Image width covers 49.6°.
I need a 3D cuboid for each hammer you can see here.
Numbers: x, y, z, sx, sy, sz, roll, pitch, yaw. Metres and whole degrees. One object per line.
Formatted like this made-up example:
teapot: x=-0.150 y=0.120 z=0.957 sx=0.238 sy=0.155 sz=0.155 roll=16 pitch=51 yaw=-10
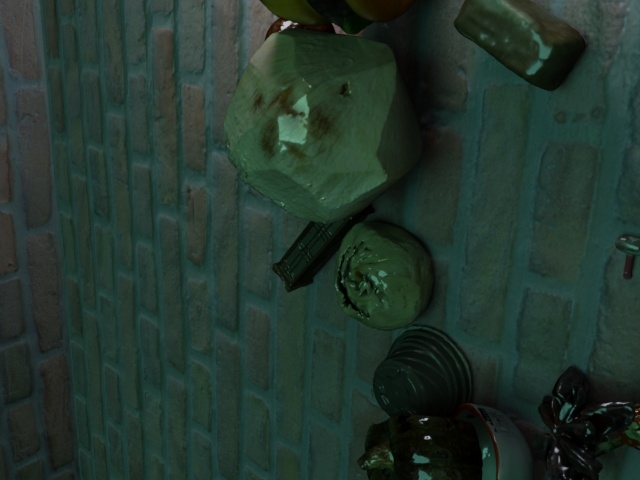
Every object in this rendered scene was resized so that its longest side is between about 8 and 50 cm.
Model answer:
hammer: x=0.543 y=0.032 z=1.217 sx=0.052 sy=0.031 sz=0.083 roll=23 pitch=127 yaw=42

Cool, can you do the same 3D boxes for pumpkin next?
pumpkin: x=0.187 y=0.439 z=1.414 sx=0.317 sy=0.222 sz=0.139 roll=129 pitch=148 yaw=-67

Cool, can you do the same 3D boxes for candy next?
candy: x=0.351 y=-0.370 z=1.236 sx=0.234 sy=0.102 sz=0.104 roll=48 pitch=131 yaw=27
candy: x=0.540 y=0.393 z=1.301 sx=0.084 sy=0.078 sz=0.288 roll=48 pitch=137 yaw=16

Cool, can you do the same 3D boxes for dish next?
dish: x=0.356 y=0.467 z=1.425 sx=0.256 sy=0.117 sz=0.256 roll=-174 pitch=90 yaw=-76

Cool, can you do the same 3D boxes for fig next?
fig: x=-0.056 y=-0.397 z=1.612 sx=0.145 sy=0.170 sz=0.274 roll=48 pitch=149 yaw=20

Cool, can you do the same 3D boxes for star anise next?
star anise: x=0.462 y=0.358 z=1.263 sx=0.283 sy=0.129 sz=0.212 roll=-119 pitch=41 yaw=-80

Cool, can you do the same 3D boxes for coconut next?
coconut: x=0.013 y=-0.243 z=1.408 sx=0.415 sy=0.415 sz=0.344 roll=-47 pitch=27 yaw=42

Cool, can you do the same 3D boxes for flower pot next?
flower pot: x=0.209 y=0.320 z=1.551 sx=0.235 sy=0.140 sz=0.235 roll=15 pitch=112 yaw=44

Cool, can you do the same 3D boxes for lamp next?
lamp: x=0.000 y=0.000 z=1.701 sx=0.089 sy=0.090 sz=0.325 roll=55 pitch=134 yaw=18

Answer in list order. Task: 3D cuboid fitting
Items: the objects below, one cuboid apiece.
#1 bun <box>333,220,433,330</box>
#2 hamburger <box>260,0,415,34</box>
bun: x=0.123 y=0.090 z=1.563 sx=0.259 sy=0.152 sz=0.259 roll=12 pitch=109 yaw=40
hamburger: x=0.048 y=-0.577 z=1.262 sx=0.277 sy=0.396 sz=0.396 roll=8 pitch=108 yaw=32
